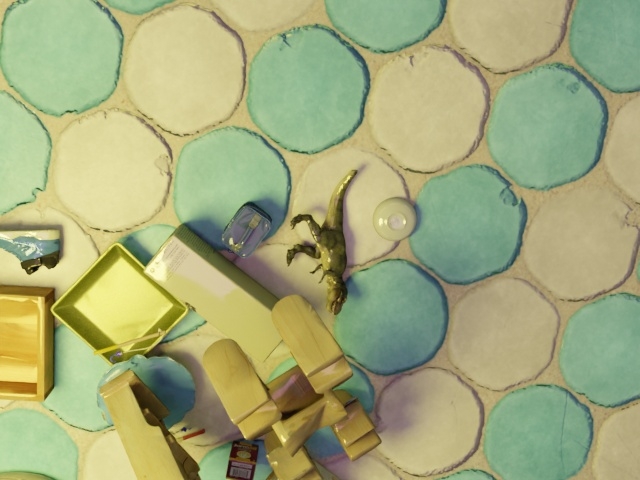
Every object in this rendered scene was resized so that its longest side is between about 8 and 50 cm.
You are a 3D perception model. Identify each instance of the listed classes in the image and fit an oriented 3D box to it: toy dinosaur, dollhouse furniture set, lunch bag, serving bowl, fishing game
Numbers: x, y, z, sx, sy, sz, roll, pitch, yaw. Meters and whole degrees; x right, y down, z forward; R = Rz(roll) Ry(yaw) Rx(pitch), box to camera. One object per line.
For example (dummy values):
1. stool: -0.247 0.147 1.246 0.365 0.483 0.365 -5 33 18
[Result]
1. toy dinosaur: 0.000 0.000 1.564 0.118 0.064 0.268 2 100 -8
2. dollhouse furniture set: -0.140 0.285 1.484 0.394 0.256 0.362 -32 143 -7
3. lunch bag: -0.137 -0.017 1.552 0.067 0.065 0.098 35 99 -8
4. serving bowl: 0.139 -0.037 1.572 0.083 0.027 0.083 0 102 0
5. fishing game: -0.330 0.290 1.607 0.189 0.041 0.264 -20 119 -2

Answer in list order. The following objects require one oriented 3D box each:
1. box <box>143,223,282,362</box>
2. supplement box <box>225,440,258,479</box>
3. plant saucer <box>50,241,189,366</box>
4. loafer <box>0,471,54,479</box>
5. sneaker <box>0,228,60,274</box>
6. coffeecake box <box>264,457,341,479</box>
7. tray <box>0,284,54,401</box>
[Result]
1. box: -0.181 0.095 1.553 0.275 0.113 0.094 39 99 -7
2. supplement box: -0.150 0.426 1.635 0.055 0.083 0.043 10 101 -3
3. plant saucer: -0.371 0.124 1.588 0.188 0.045 0.188 -44 99 8
4. loafer: -0.521 0.531 1.636 0.319 0.111 0.112 14 101 -4
5. sneaker: -0.555 0.023 1.557 0.152 0.058 0.085 -1 93 -7
6. coffeecake box: -0.024 0.519 1.665 0.185 0.068 0.142 39 99 -8
7. tray: -0.710 0.181 1.581 0.410 0.076 0.203 4 102 -1
